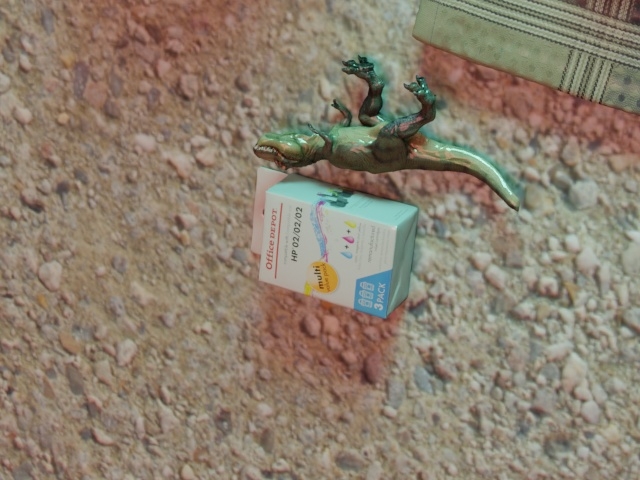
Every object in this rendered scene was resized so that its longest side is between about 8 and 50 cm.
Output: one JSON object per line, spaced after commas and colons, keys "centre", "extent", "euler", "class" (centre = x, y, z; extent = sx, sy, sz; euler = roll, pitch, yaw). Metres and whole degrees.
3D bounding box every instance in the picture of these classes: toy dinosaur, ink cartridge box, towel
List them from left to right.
{"centre": [0.000, 0.000, 1.545], "extent": [0.181, 0.061, 0.104], "euler": [16, 117, 21], "class": "ink cartridge box"}
{"centre": [0.066, -0.107, 1.471], "extent": [0.268, 0.064, 0.118], "euler": [11, 122, 21], "class": "toy dinosaur"}
{"centre": [0.253, -0.271, 1.318], "extent": [0.324, 0.056, 0.312], "euler": [21, 121, 16], "class": "towel"}
